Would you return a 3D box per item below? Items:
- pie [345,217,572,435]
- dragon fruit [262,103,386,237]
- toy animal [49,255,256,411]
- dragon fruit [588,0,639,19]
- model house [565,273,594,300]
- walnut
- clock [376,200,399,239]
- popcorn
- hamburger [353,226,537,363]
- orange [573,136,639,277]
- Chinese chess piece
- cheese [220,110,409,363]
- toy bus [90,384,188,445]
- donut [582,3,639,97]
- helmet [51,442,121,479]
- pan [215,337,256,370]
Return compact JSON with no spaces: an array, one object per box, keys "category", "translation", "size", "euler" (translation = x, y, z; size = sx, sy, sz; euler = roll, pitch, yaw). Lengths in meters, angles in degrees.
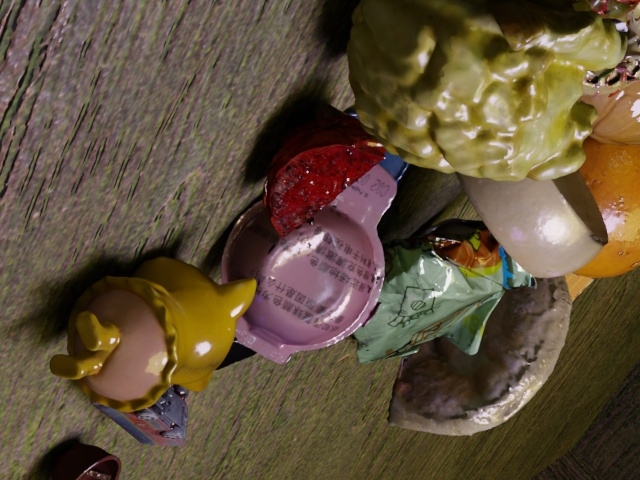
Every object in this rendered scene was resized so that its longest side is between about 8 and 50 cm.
[{"category":"pie","translation":[0.186,0.106,2.222],"size":[0.337,0.337,0.075],"euler":[-42,137,-9]},{"category":"dragon fruit","translation":[-0.011,-0.091,1.759],"size":[0.162,0.083,0.106],"euler":[-43,-152,34]},{"category":"toy animal","translation":[-0.172,0.096,1.712],"size":[0.230,0.156,0.156],"euler":[-10,141,-53]},{"category":"dragon fruit","translation":[0.311,-0.322,1.847],"size":[0.172,0.160,0.166],"euler":[60,39,-85]},{"category":"model house","translation":[0.307,0.087,2.641],"size":[0.294,0.154,0.207],"euler":[-45,159,-1]},{"category":"walnut","translation":[0.407,-0.229,2.167],"size":[0.225,0.193,0.193],"euler":[-53,160,3]},{"category":"clock","translation":[0.065,-0.019,2.137],"size":[0.085,0.017,0.085],"euler":[-39,160,-17]},{"category":"popcorn","translation":[0.161,-0.188,1.650],"size":[0.293,0.293,0.237],"euler":[-29,137,-38]},{"category":"hamburger","translation":[0.110,0.075,2.080],"size":[0.276,0.150,0.260],"euler":[-12,173,26]},{"category":"orange","translation":[0.372,-0.065,2.326],"size":[0.246,0.246,0.246],"euler":[-39,160,-17]},{"category":"Chinese chess piece","translation":[0.248,-0.073,2.053],"size":[0.097,0.251,0.251],"euler":[-32,165,18]},{"category":"cheese","translation":[0.000,0.000,1.853],"size":[0.286,0.189,0.074],"euler":[-63,-165,3]},{"category":"toy bus","translation":[-0.198,0.182,1.895],"size":[0.077,0.065,0.192],"euler":[-4,157,13]},{"category":"donut","translation":[0.334,-0.248,2.014],"size":[0.174,0.068,0.174],"euler":[-8,115,-17]},{"category":"helmet","translation":[-0.282,0.271,1.963],"size":[0.089,0.057,0.111],"euler":[-36,154,-32]},{"category":"pan","translation":[-0.161,0.133,1.949],"size":[0.202,0.048,0.128],"euler":[-24,162,17]}]
